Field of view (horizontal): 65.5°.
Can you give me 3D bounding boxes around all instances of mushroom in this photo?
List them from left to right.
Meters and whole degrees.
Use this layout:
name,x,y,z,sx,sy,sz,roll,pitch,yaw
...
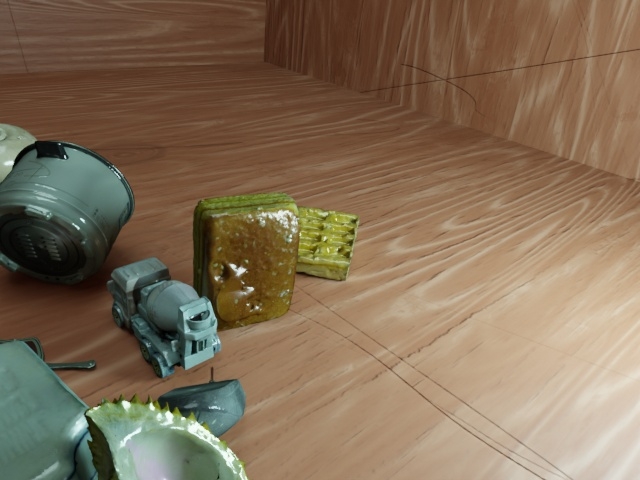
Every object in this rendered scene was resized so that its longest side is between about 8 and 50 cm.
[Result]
name,x,y,z,sx,sy,sz,roll,pitch,yaw
mushroom,-0.856,-0.228,1.282,0.245,0.203,0.246,0,38,0

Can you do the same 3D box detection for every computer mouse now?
name,x,y,z,sx,sy,sz,roll,pitch,yaw
computer mouse,-0.159,0.229,0.660,0.112,0.069,0.229,-6,-11,-5

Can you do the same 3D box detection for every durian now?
name,x,y,z,sx,sy,sz,roll,pitch,yaw
durian,-0.137,0.304,0.472,0.171,0.167,0.307,-9,61,-9

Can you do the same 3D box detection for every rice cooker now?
name,x,y,z,sx,sy,sz,roll,pitch,yaw
rice cooker,-0.507,-0.060,0.976,0.240,0.281,0.227,4,45,0

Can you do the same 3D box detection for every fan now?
name,x,y,z,sx,sy,sz,roll,pitch,yaw
fan,-0.465,0.197,0.775,0.219,0.009,0.132,0,32,-9

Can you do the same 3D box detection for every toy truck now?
name,x,y,z,sx,sy,sz,roll,pitch,yaw
toy truck,-0.259,0.114,0.829,0.107,0.140,0.256,-20,38,-38

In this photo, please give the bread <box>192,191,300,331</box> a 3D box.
name,x,y,z,sx,sy,sz,roll,pitch,yaw
bread,-0.135,0.039,0.896,0.184,0.235,0.110,-8,28,-27

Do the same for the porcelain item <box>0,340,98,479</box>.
name,x,y,z,sx,sy,sz,roll,pitch,yaw
porcelain item,-0.399,0.260,0.519,0.281,0.157,0.285,24,34,29

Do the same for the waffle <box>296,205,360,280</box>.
name,x,y,z,sx,sy,sz,roll,pitch,yaw
waffle,0.000,0.000,1.175,0.167,0.057,0.274,8,28,5
